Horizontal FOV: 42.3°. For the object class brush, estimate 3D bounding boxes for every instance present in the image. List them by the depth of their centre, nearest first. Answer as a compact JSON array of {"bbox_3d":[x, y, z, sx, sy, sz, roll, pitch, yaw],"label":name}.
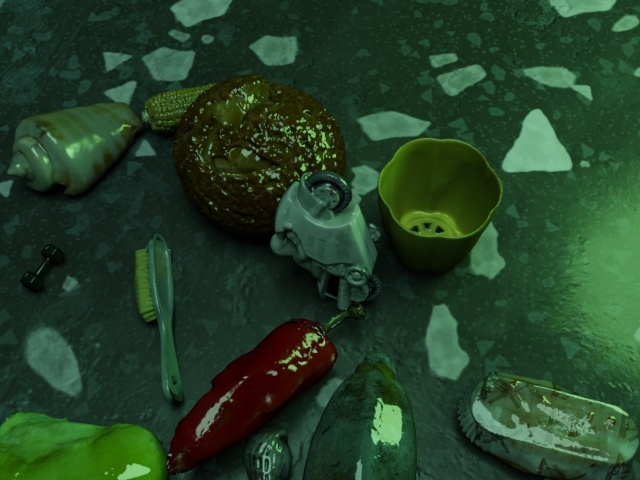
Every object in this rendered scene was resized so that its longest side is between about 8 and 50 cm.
[{"bbox_3d":[-0.268,0.126,1.333,0.060,0.068,0.297,-18,61,12],"label":"brush"}]

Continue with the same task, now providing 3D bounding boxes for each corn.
[{"bbox_3d":[-0.215,-0.251,1.538,0.238,0.080,0.080,-14,61,-6],"label":"corn"}]

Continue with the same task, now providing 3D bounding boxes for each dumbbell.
[{"bbox_3d":[-0.466,0.045,1.388,0.036,0.040,0.083,5,54,38],"label":"dumbbell"}]

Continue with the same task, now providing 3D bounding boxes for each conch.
[{"bbox_3d":[-0.442,-0.184,1.470,0.158,0.127,0.255,37,66,20],"label":"conch"}]

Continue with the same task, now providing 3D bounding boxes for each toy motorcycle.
[{"bbox_3d":[0.000,0.000,1.301,0.170,0.260,0.110,-2,40,24],"label":"toy motorcycle"}]

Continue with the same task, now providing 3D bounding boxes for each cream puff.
[{"bbox_3d":[-0.106,-0.154,1.406,0.302,0.212,0.303,-2,60,4],"label":"cream puff"}]

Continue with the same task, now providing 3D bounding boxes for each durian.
[{"bbox_3d":[-0.373,0.347,1.120,0.339,0.205,0.256,7,48,3],"label":"durian"}]

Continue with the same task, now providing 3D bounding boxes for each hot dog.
[{"bbox_3d":[0.336,0.280,1.231,0.267,0.075,0.144,19,66,7],"label":"hot dog"}]

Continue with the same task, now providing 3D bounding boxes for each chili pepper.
[{"bbox_3d":[-0.079,0.210,1.232,0.110,0.110,0.387,39,54,20],"label":"chili pepper"}]

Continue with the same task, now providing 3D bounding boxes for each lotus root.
[{"bbox_3d":[0.064,0.291,1.187,0.158,0.140,0.322,9,58,6],"label":"lotus root"}]

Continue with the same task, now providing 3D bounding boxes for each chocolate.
[{"bbox_3d":[-0.075,0.348,1.192,0.072,0.072,0.167,-2,62,-1],"label":"chocolate"}]

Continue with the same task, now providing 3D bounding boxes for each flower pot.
[{"bbox_3d":[0.187,-0.042,1.357,0.195,0.179,0.195,-1,61,1],"label":"flower pot"}]
